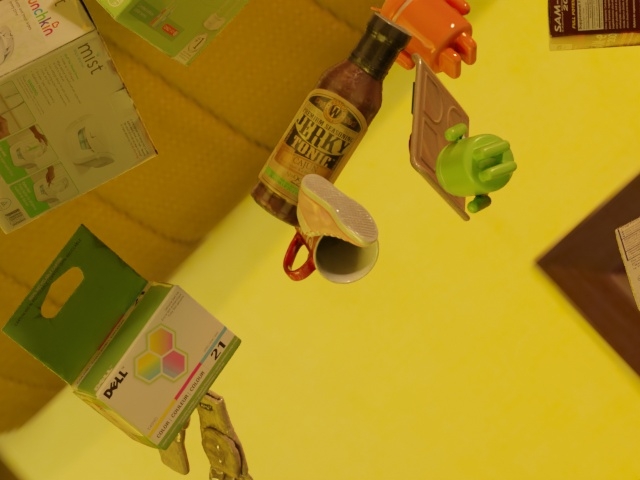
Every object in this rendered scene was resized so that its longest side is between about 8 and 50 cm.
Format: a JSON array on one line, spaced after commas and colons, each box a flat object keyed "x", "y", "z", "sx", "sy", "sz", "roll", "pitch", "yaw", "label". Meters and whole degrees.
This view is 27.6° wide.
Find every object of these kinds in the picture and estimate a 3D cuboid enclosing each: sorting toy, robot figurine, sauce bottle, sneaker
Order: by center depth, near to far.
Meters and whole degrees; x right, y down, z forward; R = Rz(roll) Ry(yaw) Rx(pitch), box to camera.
[{"x": 0.174, "y": -0.084, "z": 1.478, "sx": 0.067, "sy": 0.101, "sz": 0.115, "roll": -22, "pitch": -174, "yaw": -23, "label": "robot figurine"}, {"x": 0.019, "y": -0.022, "z": 1.714, "sx": 0.051, "sy": 0.134, "sz": 0.070, "roll": -26, "pitch": 147, "yaw": -40, "label": "sneaker"}, {"x": 0.019, "y": -0.186, "z": 1.996, "sx": 0.344, "sy": 0.111, "sz": 0.111, "roll": -59, "pitch": 174, "yaw": 13, "label": "sauce bottle"}, {"x": 0.217, "y": -0.150, "z": 2.214, "sx": 0.041, "sy": 0.229, "sz": 0.307, "roll": -12, "pitch": 151, "yaw": 26, "label": "sorting toy"}, {"x": 0.204, "y": -0.406, "z": 2.494, "sx": 0.128, "sy": 0.219, "sz": 0.158, "roll": -12, "pitch": 141, "yaw": -58, "label": "robot figurine"}]

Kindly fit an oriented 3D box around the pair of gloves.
[{"x": -0.213, "y": 0.316, "z": 2.197, "sx": 0.240, "sy": 0.204, "sz": 0.042, "roll": 9, "pitch": -148, "yaw": 44, "label": "pair of gloves"}]

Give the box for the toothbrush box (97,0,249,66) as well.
[{"x": -0.139, "y": -0.371, "z": 1.561, "sx": 0.283, "sy": 0.122, "sz": 0.206, "roll": -44, "pitch": 161, "yaw": 9, "label": "toothbrush box"}]

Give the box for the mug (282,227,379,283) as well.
[{"x": 0.002, "y": -0.009, "z": 2.193, "sx": 0.150, "sy": 0.113, "sz": 0.169, "roll": -8, "pitch": -155, "yaw": -14, "label": "mug"}]

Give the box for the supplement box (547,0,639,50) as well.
[{"x": 0.440, "y": -0.316, "z": 1.828, "sx": 0.239, "sy": 0.073, "sz": 0.130, "roll": -2, "pitch": 179, "yaw": 10, "label": "supplement box"}]

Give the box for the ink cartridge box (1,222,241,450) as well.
[{"x": -0.263, "y": 0.128, "z": 1.734, "sx": 0.097, "sy": 0.255, "sz": 0.189, "roll": 5, "pitch": -124, "yaw": 57, "label": "ink cartridge box"}]

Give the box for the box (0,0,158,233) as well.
[{"x": -0.357, "y": -0.165, "z": 1.628, "sx": 0.231, "sy": 0.127, "sz": 0.262, "roll": -29, "pitch": 147, "yaw": -6, "label": "box"}]

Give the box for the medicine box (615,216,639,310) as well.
[{"x": 0.651, "y": 0.108, "z": 2.244, "sx": 0.149, "sy": 0.263, "sz": 0.289, "roll": -30, "pitch": -157, "yaw": 19, "label": "medicine box"}]
